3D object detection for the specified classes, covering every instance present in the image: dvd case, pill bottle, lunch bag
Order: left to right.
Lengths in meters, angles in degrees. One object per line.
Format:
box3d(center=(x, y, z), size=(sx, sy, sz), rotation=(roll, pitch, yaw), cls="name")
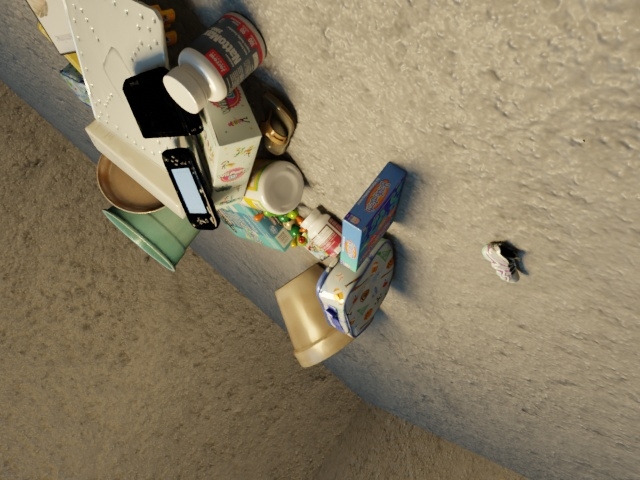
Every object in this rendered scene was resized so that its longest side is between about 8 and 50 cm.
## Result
box3d(center=(-0.669, -0.605, 1.142), size=(0.180, 0.022, 0.253), rotation=(1, 135, 22), cls="dvd case")
box3d(center=(-0.810, -0.535, 1.612), size=(0.218, 0.090, 0.176), rotation=(29, 161, 28), cls="lunch bag")
box3d(center=(-0.196, -0.324, 0.836), size=(0.107, 0.180, 0.108), rotation=(34, 160, 14), cls="pill bottle")
box3d(center=(-0.170, -0.155, 1.221), size=(0.245, 0.136, 0.136), rotation=(17, 151, 47), cls="pill bottle")
box3d(center=(0.022, -0.017, 1.255), size=(0.152, 0.086, 0.086), rotation=(42, 160, -5), cls="pill bottle")
box3d(center=(0.092, 0.120, 1.193), size=(0.114, 0.243, 0.303), rotation=(29, 159, 26), cls="lunch bag")

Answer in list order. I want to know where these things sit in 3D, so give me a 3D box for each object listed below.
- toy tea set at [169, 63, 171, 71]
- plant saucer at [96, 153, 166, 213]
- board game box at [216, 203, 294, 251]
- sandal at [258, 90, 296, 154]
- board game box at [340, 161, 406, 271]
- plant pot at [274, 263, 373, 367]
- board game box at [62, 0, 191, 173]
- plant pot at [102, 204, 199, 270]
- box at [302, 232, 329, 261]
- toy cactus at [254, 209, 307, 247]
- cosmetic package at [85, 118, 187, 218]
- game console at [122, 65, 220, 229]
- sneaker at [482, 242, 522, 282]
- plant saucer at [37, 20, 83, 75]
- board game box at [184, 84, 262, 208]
box3d(center=(-0.484, -0.417, 1.263), size=(0.335, 0.124, 0.200), rotation=(3, 145, 44), cls="toy tea set")
box3d(center=(-0.616, -0.239, 1.580), size=(0.310, 0.311, 0.050), rotation=(38, 167, 3), cls="plant saucer")
box3d(center=(-0.269, -0.098, 1.606), size=(0.335, 0.079, 0.254), rotation=(16, 150, 48), cls="board game box")
box3d(center=(-0.111, -0.250, 1.023), size=(0.090, 0.060, 0.219), rotation=(39, 160, 1), cls="sandal")
box3d(center=(0.106, -0.041, 0.944), size=(0.047, 0.160, 0.210), rotation=(33, 160, 15), cls="board game box")
box3d(center=(-0.013, 0.249, 1.641), size=(0.281, 0.323, 0.323), rotation=(56, 160, 2), cls="plant pot")
box3d(center=(-0.448, -0.386, 1.056), size=(0.389, 0.050, 0.390), rotation=(34, 140, 25), cls="board game box")
box3d(center=(-0.584, -0.114, 1.750), size=(0.341, 0.334, 0.341), rotation=(35, 160, 15), cls="plant pot")
box3d(center=(0.000, 0.000, 1.403), size=(0.114, 0.036, 0.207), rotation=(40, 160, -3), cls="box")
box3d(center=(-0.105, -0.056, 1.365), size=(0.219, 0.112, 0.180), rotation=(41, 179, 18), cls="toy cactus")
box3d(center=(-0.533, -0.281, 1.484), size=(0.385, 0.217, 0.156), rotation=(42, 162, -2), cls="cosmetic package")
box3d(center=(-0.304, -0.183, 0.981), size=(0.213, 0.044, 0.362), rotation=(10, 126, 44), cls="game console")
box3d(center=(0.359, 0.043, 0.854), size=(0.098, 0.038, 0.069), rotation=(42, 161, -10), cls="sneaker")
box3d(center=(-0.698, -0.577, 1.331), size=(0.332, 0.081, 0.333), rotation=(9, 144, 54), cls="plant saucer")
box3d(center=(-0.238, -0.237, 1.036), size=(0.224, 0.097, 0.303), rotation=(67, 158, 13), cls="board game box")
